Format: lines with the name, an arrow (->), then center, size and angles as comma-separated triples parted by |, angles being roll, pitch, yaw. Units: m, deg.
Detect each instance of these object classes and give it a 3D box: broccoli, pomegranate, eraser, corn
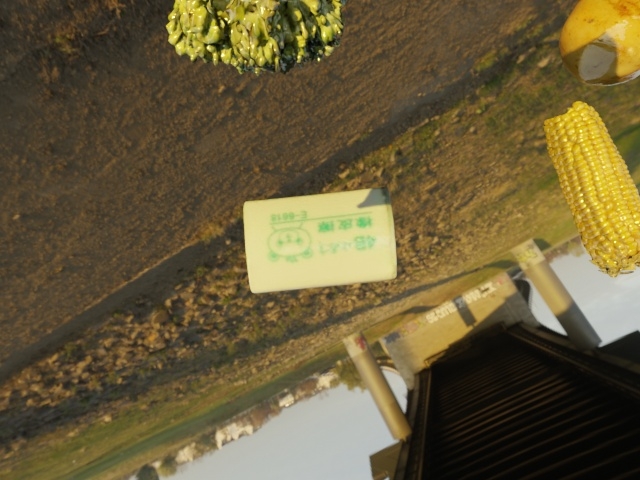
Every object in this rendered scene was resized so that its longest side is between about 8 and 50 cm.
broccoli -> -0.132, -0.451, 0.804 | 0.324, 0.334, 0.272 | -46, 147, 6
pomegranate -> 0.747, -0.520, 1.024 | 0.265, 0.264, 0.264 | -26, 165, -8
eraser -> 0.000, 0.000, 0.821 | 0.291, 0.188, 0.104 | -6, 174, 0
corn -> 0.491, -0.091, 0.725 | 0.115, 0.317, 0.115 | -19, 175, -2
